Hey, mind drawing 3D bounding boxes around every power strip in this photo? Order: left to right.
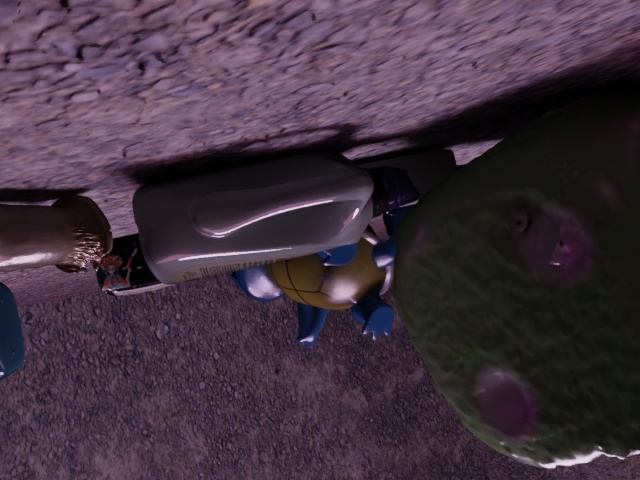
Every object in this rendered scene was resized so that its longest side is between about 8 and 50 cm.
[{"bbox_3d":[-0.002,-0.052,0.984,0.385,0.062,0.091,-11,177,-3],"label":"power strip"}]

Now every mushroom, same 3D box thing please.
[{"bbox_3d":[-0.287,0.001,0.702,0.223,0.081,0.092,-12,160,-43],"label":"mushroom"}]

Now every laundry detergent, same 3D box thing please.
[{"bbox_3d":[-0.035,-0.031,0.813,0.281,0.105,0.215,-11,176,-4],"label":"laundry detergent"}]

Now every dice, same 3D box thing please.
[{"bbox_3d":[0.300,0.034,0.866,0.322,0.318,0.330,-19,167,-39],"label":"dice"}]

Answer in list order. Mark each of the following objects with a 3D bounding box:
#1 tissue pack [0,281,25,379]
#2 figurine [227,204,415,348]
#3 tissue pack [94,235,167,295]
[{"bbox_3d":[-0.628,0.164,1.244,0.206,0.198,0.287,-15,179,21],"label":"tissue pack"},{"bbox_3d":[0.003,0.027,1.356,0.416,0.243,0.298,-16,132,24],"label":"figurine"},{"bbox_3d":[-0.264,0.032,1.280,0.170,0.090,0.103,-14,177,6],"label":"tissue pack"}]
